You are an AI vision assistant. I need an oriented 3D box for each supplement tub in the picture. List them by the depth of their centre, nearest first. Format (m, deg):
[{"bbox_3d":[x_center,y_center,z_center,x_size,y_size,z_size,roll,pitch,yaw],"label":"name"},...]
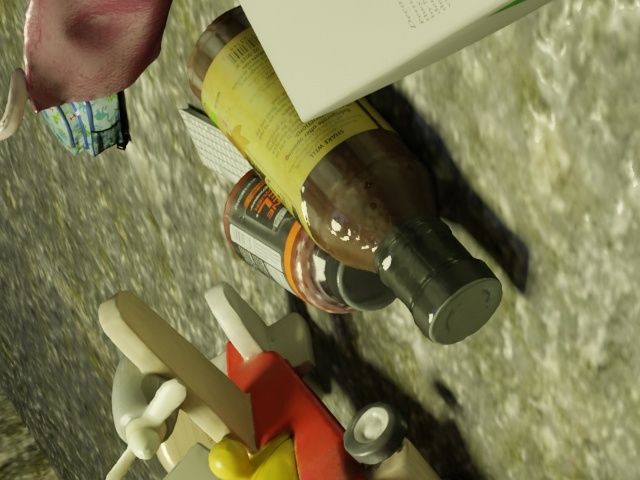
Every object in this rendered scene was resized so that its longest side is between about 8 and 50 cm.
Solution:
[{"bbox_3d":[0.000,0.000,1.558,0.198,0.106,0.106,29,141,57],"label":"supplement tub"}]

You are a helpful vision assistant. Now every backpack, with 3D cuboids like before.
[{"bbox_3d":[-0.283,-0.163,2.105,0.105,0.084,0.114,50,154,27],"label":"backpack"}]

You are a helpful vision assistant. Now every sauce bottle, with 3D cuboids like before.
[{"bbox_3d":[0.017,-0.055,1.430,0.344,0.111,0.111,51,158,35],"label":"sauce bottle"}]

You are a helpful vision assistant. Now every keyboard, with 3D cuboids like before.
[{"bbox_3d":[-0.077,-0.076,1.793,0.256,0.014,0.072,31,143,57],"label":"keyboard"}]

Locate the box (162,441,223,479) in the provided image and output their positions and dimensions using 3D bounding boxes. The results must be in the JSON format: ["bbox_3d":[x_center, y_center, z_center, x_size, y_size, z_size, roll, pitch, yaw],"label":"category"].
[{"bbox_3d":[-0.053,0.379,1.998,0.311,0.121,0.148,31,148,18],"label":"box"}]

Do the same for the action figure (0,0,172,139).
[{"bbox_3d":[-0.174,-0.277,1.383,0.248,0.275,0.370,60,158,11],"label":"action figure"}]

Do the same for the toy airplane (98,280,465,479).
[{"bbox_3d":[-0.060,0.222,1.737,0.386,0.272,0.384,45,177,10],"label":"toy airplane"}]

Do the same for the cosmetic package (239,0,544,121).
[{"bbox_3d":[0.087,-0.196,0.942,0.155,0.197,0.365,63,162,-1],"label":"cosmetic package"}]

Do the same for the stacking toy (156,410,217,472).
[{"bbox_3d":[-0.160,0.246,2.275,0.141,0.141,0.330,63,167,0],"label":"stacking toy"}]
